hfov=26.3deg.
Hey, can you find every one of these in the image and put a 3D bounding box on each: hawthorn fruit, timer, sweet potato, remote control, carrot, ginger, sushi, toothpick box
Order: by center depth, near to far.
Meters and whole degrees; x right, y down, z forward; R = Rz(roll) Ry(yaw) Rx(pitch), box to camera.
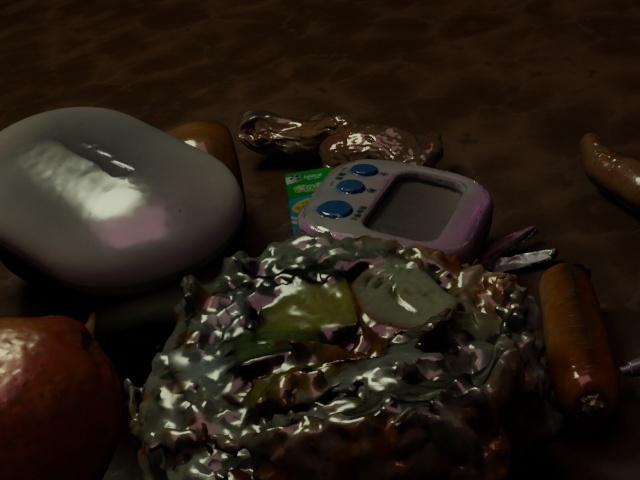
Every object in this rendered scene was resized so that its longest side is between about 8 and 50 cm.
[{"bbox_3d":[0.013,0.129,1.217,0.417,0.176,0.417,-11,28,6],"label":"sushi"},{"bbox_3d":[-0.275,0.159,1.221,0.210,0.210,0.262,16,62,39],"label":"hawthorn fruit"},{"bbox_3d":[0.244,0.101,1.295,0.067,0.067,0.225,-7,29,8],"label":"carrot"},{"bbox_3d":[-0.228,-0.046,1.401,0.332,0.103,0.221,26,50,37],"label":"remote control"},{"bbox_3d":[0.081,-0.017,1.475,0.191,0.069,0.208,13,29,16],"label":"timer"},{"bbox_3d":[0.368,-0.057,1.527,0.078,0.058,0.255,-8,27,-37],"label":"sweet potato"},{"bbox_3d":[-0.242,-0.045,1.608,0.294,0.192,0.192,-10,29,-10],"label":"toothpick box"},{"bbox_3d":[0.022,-0.116,1.745,0.290,0.084,0.122,18,63,35],"label":"ginger"}]

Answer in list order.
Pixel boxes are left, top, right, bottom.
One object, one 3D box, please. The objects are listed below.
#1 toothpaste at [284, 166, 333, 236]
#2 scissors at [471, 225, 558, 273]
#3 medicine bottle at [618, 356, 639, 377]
[{"bbox_3d":[0.000,0.000,1.566,0.065,0.050,0.266,-11,30,0],"label":"toothpaste"},{"bbox_3d":[0.165,0.031,1.484,0.187,0.020,0.133,-20,34,-11],"label":"scissors"},{"bbox_3d":[0.371,0.096,1.263,0.199,0.057,0.057,-14,30,-3],"label":"medicine bottle"}]
